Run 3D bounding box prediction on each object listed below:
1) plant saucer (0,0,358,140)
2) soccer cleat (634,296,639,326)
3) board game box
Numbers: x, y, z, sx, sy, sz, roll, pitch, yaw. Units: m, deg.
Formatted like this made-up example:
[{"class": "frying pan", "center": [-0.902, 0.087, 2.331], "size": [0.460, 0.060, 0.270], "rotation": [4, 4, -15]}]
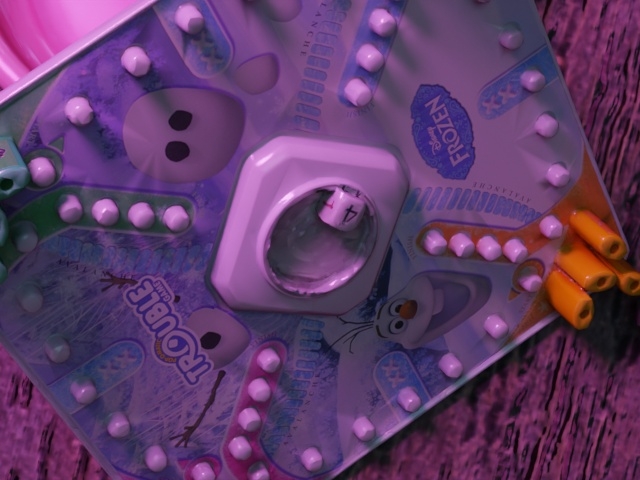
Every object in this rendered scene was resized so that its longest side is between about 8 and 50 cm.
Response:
[{"class": "plant saucer", "center": [-0.081, -0.199, 0.985], "size": [0.332, 0.084, 0.332], "rotation": [0, 76, 1]}, {"class": "soccer cleat", "center": [0.318, 0.141, 1.043], "size": [0.121, 0.093, 0.289], "rotation": [-18, 91, -13]}, {"class": "board game box", "center": [0.000, 0.000, 0.921], "size": [0.390, 0.050, 0.390], "rotation": [-35, 129, -6]}]
